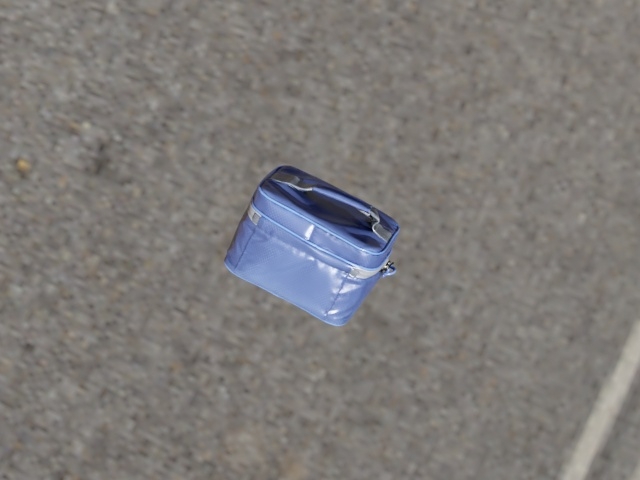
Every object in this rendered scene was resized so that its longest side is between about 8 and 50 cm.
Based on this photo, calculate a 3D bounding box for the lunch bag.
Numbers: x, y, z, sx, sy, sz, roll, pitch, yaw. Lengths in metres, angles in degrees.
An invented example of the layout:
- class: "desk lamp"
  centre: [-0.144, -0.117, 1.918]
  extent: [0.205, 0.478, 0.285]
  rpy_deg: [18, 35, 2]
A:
- class: "lunch bag"
  centre: [0.000, 0.000, 1.074]
  extent: [0.065, 0.098, 0.067]
  rpy_deg: [-66, 174, 26]
